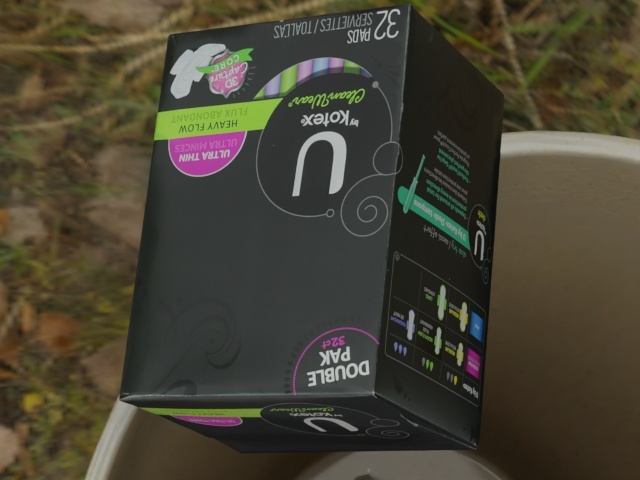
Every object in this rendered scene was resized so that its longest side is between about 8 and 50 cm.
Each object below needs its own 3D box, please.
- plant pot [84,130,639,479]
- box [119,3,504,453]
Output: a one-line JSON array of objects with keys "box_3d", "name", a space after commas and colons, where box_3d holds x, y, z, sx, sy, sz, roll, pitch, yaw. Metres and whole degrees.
[{"box_3d": [0.047, 0.117, 0.596, 0.256, 0.274, 0.256, 1, 81, -7], "name": "plant pot"}, {"box_3d": [0.000, 0.000, 0.390, 0.062, 0.052, 0.083, -4, 71, 29], "name": "box"}]
